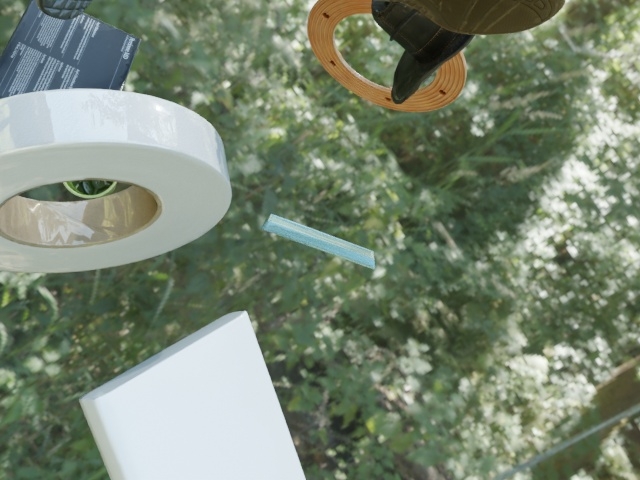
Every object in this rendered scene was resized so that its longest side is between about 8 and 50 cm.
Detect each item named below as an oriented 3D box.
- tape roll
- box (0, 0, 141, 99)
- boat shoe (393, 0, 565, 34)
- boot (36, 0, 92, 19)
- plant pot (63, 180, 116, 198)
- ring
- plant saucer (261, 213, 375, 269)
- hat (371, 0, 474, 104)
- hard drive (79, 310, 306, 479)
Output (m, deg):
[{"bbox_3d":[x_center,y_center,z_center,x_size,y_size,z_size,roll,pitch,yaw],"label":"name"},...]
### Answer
[{"bbox_3d":[-0.306,-0.059,1.084,0.392,0.392,0.072,26,48,-59],"label":"tape roll"},{"bbox_3d":[-0.408,-0.246,1.362,0.184,0.103,0.261,22,47,-16],"label":"box"},{"bbox_3d":[0.118,-0.291,0.887,0.302,0.109,0.098,7,66,-21],"label":"boat shoe"},{"bbox_3d":[-0.364,-0.415,1.165,0.083,0.161,0.247,14,87,-55],"label":"boot"},{"bbox_3d":[-0.329,-0.094,1.263,0.083,0.083,0.079,57,-10,6],"label":"plant pot"},{"bbox_3d":[0.130,-0.374,1.709,0.336,0.336,0.032,44,61,-35],"label":"ring"},{"bbox_3d":[0.000,0.000,1.397,0.192,0.018,0.067,21,14,-2],"label":"plant saucer"},{"bbox_3d":[0.154,-0.356,1.185,0.134,0.331,0.331,34,21,-11],"label":"hat"},{"bbox_3d":[-0.120,0.292,1.024,0.233,0.047,0.353,-29,105,-44],"label":"hard drive"}]
